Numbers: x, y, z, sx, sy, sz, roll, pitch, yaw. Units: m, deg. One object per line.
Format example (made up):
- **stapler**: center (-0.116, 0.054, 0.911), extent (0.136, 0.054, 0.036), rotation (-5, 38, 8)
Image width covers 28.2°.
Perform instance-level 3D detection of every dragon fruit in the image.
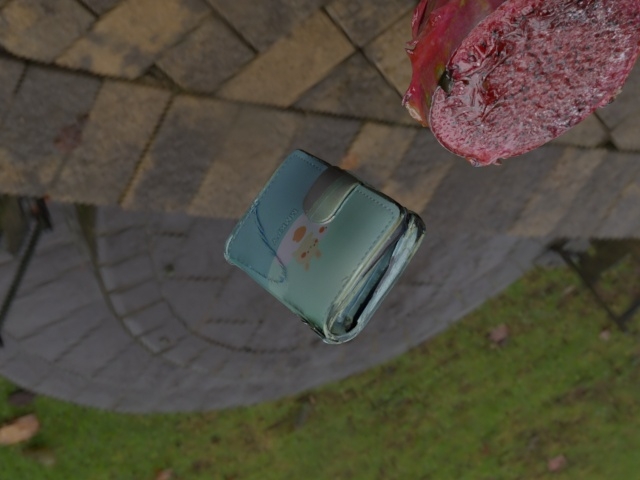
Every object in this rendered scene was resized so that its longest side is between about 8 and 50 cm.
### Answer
- **dragon fruit**: center (0.281, -0.310, 1.904), extent (0.371, 0.249, 0.386), rotation (-2, 139, -31)

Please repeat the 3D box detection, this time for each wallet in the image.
- **wallet**: center (0.000, 0.000, 1.480), extent (0.075, 0.250, 0.176), rotation (37, 88, -37)
